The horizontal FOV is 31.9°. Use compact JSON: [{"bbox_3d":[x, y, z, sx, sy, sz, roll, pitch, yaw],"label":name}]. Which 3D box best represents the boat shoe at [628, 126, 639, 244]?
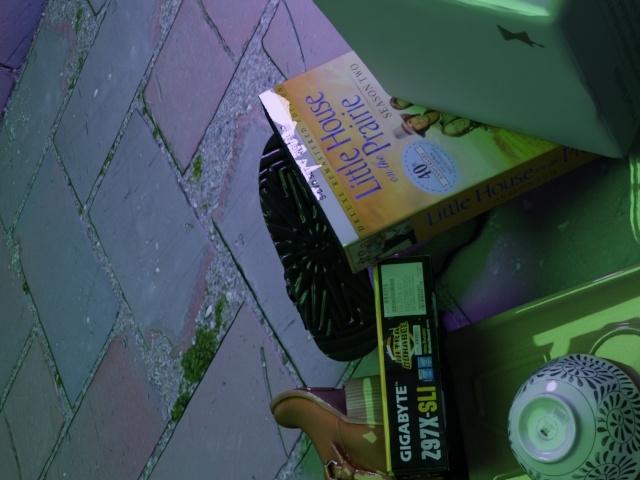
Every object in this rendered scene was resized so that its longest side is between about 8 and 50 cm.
[{"bbox_3d":[0.398,-0.103,1.285,0.084,0.079,0.233,6,91,28],"label":"boat shoe"}]

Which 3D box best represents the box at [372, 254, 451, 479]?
[{"bbox_3d":[0.122,0.184,1.440,0.322,0.079,0.257,66,-162,-73],"label":"box"}]

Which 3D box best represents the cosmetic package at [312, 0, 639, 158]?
[{"bbox_3d":[0.228,-0.358,1.214,0.327,0.329,0.393,21,81,31],"label":"cosmetic package"}]

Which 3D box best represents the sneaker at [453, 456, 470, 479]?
[{"bbox_3d":[0.220,0.323,1.440,0.166,0.076,0.065,27,103,53],"label":"sneaker"}]

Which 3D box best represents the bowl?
[{"bbox_3d":[0.268,0.208,1.238,0.170,0.080,0.170,-7,79,39],"label":"bowl"}]

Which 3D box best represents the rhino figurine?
[{"bbox_3d":[0.165,-0.028,1.587,0.106,0.073,0.243,48,125,12],"label":"rhino figurine"}]

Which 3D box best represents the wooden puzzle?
[{"bbox_3d":[0.316,0.234,1.299,0.322,0.080,0.347,-25,67,36],"label":"wooden puzzle"}]

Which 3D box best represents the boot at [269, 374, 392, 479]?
[{"bbox_3d":[0.028,0.328,1.696,0.283,0.109,0.220,-17,73,43],"label":"boot"}]

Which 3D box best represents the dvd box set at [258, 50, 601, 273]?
[{"bbox_3d":[0.164,-0.165,1.405,0.420,0.062,0.307,-25,49,-3],"label":"dvd box set"}]

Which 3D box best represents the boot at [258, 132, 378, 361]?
[{"bbox_3d":[-0.004,0.002,1.619,0.260,0.131,0.348,-100,-1,-85],"label":"boot"}]
